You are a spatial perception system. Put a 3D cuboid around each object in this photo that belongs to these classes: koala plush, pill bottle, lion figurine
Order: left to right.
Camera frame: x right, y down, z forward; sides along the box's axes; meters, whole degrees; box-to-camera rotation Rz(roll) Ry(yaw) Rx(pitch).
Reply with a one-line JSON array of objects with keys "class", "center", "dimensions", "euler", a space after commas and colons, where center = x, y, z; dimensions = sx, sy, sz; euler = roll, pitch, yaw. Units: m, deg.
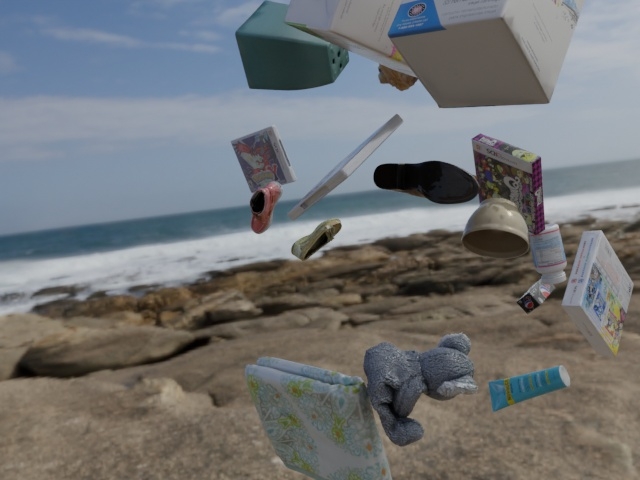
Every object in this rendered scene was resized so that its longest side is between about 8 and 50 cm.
[{"class": "koala plush", "center": [0.223, 0.290, 1.429], "dimensions": [0.221, 0.203, 0.196], "euler": [-19, 27, 21]}, {"class": "lion figurine", "center": [0.314, -0.579, 1.952], "dimensions": [0.392, 0.240, 0.142], "euler": [-21, -11, -25]}, {"class": "pill bottle", "center": [0.642, 0.039, 1.902], "dimensions": [0.087, 0.160, 0.087], "euler": [-14, 5, 1]}]

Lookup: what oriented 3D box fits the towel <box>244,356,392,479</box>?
[{"class": "towel", "center": [-0.008, 0.452, 1.637], "dimensions": [0.374, 0.320, 0.090], "euler": [3, 29, 43]}]

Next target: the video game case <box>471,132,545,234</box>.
[{"class": "video game case", "center": [0.497, -0.150, 1.784], "dimensions": [0.042, 0.232, 0.210], "euler": [-32, 39, -19]}]

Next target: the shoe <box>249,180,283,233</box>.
[{"class": "shoe", "center": [-0.167, -0.081, 1.849], "dimensions": [0.063, 0.178, 0.081], "euler": [38, 35, 15]}]

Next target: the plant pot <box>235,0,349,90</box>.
[{"class": "plant pot", "center": [-0.058, -0.477, 1.690], "dimensions": [0.234, 0.166, 0.165], "euler": [14, 51, 23]}]

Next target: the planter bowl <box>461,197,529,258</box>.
[{"class": "planter bowl", "center": [0.438, -0.037, 1.673], "dimensions": [0.162, 0.109, 0.162], "euler": [11, -24, 5]}]

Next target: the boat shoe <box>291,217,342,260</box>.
[{"class": "boat shoe", "center": [-0.001, -0.001, 1.650], "dimensions": [0.153, 0.056, 0.048], "euler": [-31, 48, -28]}]

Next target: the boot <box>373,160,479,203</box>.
[{"class": "boot", "center": [0.303, -0.134, 1.611], "dimensions": [0.264, 0.096, 0.280], "euler": [3, 4, 38]}]

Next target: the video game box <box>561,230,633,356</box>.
[{"class": "video game box", "center": [0.586, 0.113, 1.417], "dimensions": [0.048, 0.187, 0.205], "euler": [-5, -40, 44]}]

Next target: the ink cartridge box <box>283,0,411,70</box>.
[{"class": "ink cartridge box", "center": [0.134, -0.410, 1.317], "dimensions": [0.353, 0.119, 0.207], "euler": [13, 13, -32]}]

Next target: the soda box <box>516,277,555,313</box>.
[{"class": "soda box", "center": [0.696, 0.174, 2.175], "dimensions": [0.169, 0.053, 0.060], "euler": [-27, -17, -51]}]

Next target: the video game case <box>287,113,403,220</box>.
[{"class": "video game case", "center": [0.047, -0.153, 1.467], "dimensions": [0.204, 0.025, 0.285], "euler": [-46, 7, -29]}]

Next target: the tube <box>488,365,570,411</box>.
[{"class": "tube", "center": [0.514, 0.364, 1.680], "dimensions": [0.207, 0.080, 0.052], "euler": [-28, -48, 35]}]

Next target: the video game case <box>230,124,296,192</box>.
[{"class": "video game case", "center": [-0.181, -0.252, 2.123], "dimensions": [0.201, 0.183, 0.023], "euler": [-10, 16, 43]}]

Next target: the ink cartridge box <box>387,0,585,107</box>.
[{"class": "ink cartridge box", "center": [0.233, -0.322, 0.904], "dimensions": [0.171, 0.233, 0.168], "euler": [6, -24, 43]}]
